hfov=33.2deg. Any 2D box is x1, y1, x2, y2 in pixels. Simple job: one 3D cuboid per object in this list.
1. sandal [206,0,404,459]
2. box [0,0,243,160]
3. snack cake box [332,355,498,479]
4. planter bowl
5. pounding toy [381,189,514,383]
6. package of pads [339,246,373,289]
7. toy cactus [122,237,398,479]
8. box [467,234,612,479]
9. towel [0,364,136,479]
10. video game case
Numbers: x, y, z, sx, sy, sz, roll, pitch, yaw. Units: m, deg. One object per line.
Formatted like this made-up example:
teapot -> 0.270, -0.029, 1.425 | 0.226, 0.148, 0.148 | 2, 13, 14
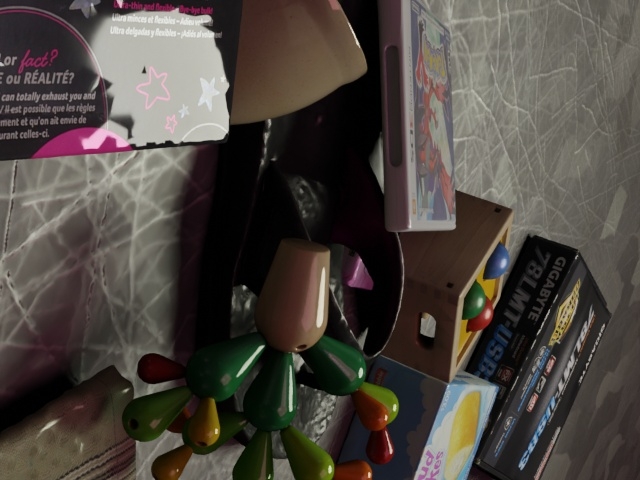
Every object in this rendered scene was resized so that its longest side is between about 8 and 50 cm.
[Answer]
sandal -> -0.001, 0.000, 0.819 | 0.167, 0.107, 0.445 | -33, 134, -47
box -> -0.164, -0.117, 0.429 | 0.247, 0.163, 0.142 | -11, 114, -56
snack cake box -> 0.083, 0.260, 1.139 | 0.152, 0.089, 0.264 | 15, 95, -61
planter bowl -> -0.065, -0.130, 0.613 | 0.109, 0.162, 0.162 | -36, 145, -1
pounding toy -> 0.141, 0.036, 1.064 | 0.206, 0.094, 0.181 | -52, 154, -37
package of pads -> 0.039, 0.001, 0.961 | 0.050, 0.032, 0.083 | 13, 97, -60
toy cactus -> -0.029, 0.087, 0.742 | 0.219, 0.112, 0.180 | 7, 103, -24
box -> 0.282, 0.177, 1.429 | 0.295, 0.073, 0.293 | -63, 149, -9
towel -> -0.238, 0.268, 0.677 | 0.324, 0.056, 0.312 | -28, 128, -46
video game case -> 0.082, -0.099, 0.872 | 0.201, 0.023, 0.183 | -3, 92, -74
